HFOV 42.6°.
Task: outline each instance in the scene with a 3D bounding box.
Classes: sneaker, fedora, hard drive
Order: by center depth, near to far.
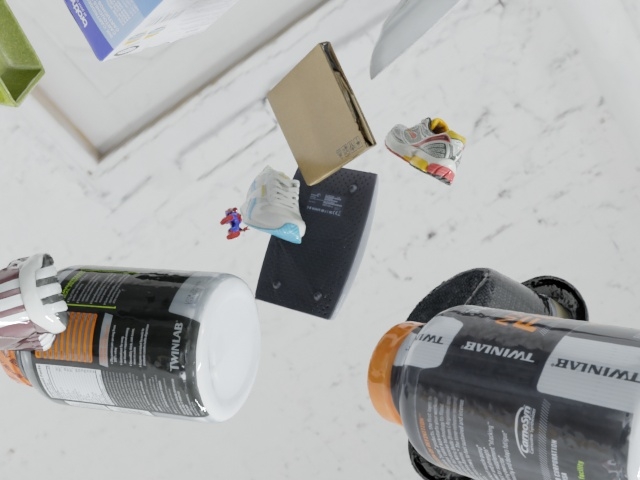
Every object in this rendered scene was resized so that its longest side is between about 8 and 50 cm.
[{"bbox_3d":[-0.366,0.079,0.863,0.162,0.107,0.281,-17,174,-25],"label":"sneaker"},{"bbox_3d":[0.195,0.155,1.111,0.334,0.152,0.334,-46,-163,18],"label":"fedora"},{"bbox_3d":[-0.073,-0.060,1.313,0.092,0.087,0.229,-65,-157,9],"label":"sneaker"},{"bbox_3d":[0.000,0.000,1.382,0.171,0.054,0.255,13,-101,31],"label":"hard drive"},{"bbox_3d":[0.186,-0.166,1.412,0.093,0.088,0.225,-62,-153,9],"label":"sneaker"}]

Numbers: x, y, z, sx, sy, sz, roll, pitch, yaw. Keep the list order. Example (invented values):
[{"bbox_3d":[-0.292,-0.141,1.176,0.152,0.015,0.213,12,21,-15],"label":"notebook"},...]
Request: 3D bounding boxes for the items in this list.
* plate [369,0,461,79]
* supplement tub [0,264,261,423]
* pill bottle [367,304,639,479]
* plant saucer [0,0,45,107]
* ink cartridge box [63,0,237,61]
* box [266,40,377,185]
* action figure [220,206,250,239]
[{"bbox_3d":[0.184,-0.370,1.103,0.277,0.045,0.278,-55,-168,-30],"label":"plate"},{"bbox_3d":[-0.254,0.131,1.089,0.315,0.194,0.194,3,-136,21],"label":"supplement tub"},{"bbox_3d":[0.147,0.117,0.600,0.245,0.130,0.130,5,-130,49],"label":"pill bottle"},{"bbox_3d":[-0.381,-0.241,0.895,0.045,0.188,0.188,-24,-156,2],"label":"plant saucer"},{"bbox_3d":[-0.253,-0.454,1.408,0.395,0.151,0.270,-28,-176,44],"label":"ink cartridge box"},{"bbox_3d":[-0.004,-0.183,1.225,0.021,0.165,0.201,-24,179,-28],"label":"box"},{"bbox_3d":[-0.119,-0.026,1.136,0.030,0.038,0.115,-27,-170,0],"label":"action figure"}]
